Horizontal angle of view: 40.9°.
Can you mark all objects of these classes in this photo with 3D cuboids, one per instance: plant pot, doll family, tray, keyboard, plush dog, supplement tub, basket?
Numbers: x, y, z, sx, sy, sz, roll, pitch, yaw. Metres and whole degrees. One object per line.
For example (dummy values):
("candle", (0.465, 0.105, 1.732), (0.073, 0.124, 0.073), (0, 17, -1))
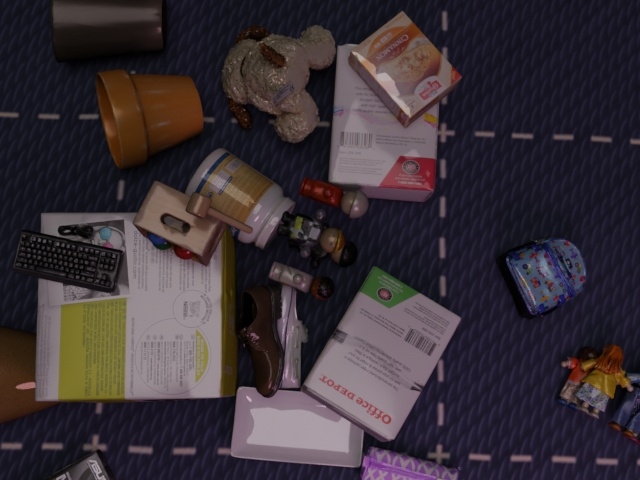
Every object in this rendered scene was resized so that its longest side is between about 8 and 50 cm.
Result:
("plant pot", (-0.355, -0.268, 1.812), (0.188, 0.205, 0.205), (-14, 81, -19))
("plant pot", (-0.638, 0.265, 1.708), (0.255, 0.237, 0.237), (-2, 81, -12))
("doll family", (0.628, 0.308, 1.768), (0.263, 0.118, 0.163), (28, 81, 3))
("tray", (-0.045, 0.384, 1.776), (0.271, 0.030, 0.145), (6, 82, -6))
("keyboard", (-0.439, 0.021, 1.497), (0.180, 0.023, 0.108), (12, 80, 0))
("plush dog", (-0.121, -0.353, 1.824), (0.225, 0.211, 0.262), (6, 81, 42))
("supplement tub", (-0.168, -0.084, 1.801), (0.200, 0.144, 0.144), (34, 82, 4))
("basket", (-0.451, -0.479, 1.860), (0.227, 0.154, 0.204), (2, 82, -5))

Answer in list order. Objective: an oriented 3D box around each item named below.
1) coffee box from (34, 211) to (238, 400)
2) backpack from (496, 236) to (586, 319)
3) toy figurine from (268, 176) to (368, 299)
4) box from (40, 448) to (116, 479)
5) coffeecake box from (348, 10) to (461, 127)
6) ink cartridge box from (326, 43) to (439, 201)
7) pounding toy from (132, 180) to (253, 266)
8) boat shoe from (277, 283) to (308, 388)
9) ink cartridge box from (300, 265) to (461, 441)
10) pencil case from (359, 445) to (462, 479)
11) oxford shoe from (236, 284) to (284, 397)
("coffee box", (-0.335, 0.141, 1.663), (0.335, 0.337, 0.338), (-1, 80, -2))
("backpack", (0.482, 0.068, 1.807), (0.173, 0.117, 0.158), (-21, 83, -7))
("toy figurine", (0.000, 0.000, 1.744), (0.148, 0.213, 0.209), (19, 37, 7))
("box", (-0.490, 0.552, 1.742), (0.184, 0.045, 0.190), (-28, 83, -3))
("coffeecake box", (0.172, -0.349, 1.760), (0.142, 0.068, 0.185), (-39, 83, -9))
("ink cartridge box", (0.135, -0.247, 1.841), (0.226, 0.131, 0.306), (5, 79, -1))
("pounding toy", (-0.211, -0.017, 1.420), (0.181, 0.206, 0.094), (26, 80, 1))
("boat shoe", (-0.063, 0.200, 1.800), (0.076, 0.083, 0.226), (7, 93, -11))
("ink cartridge box", (0.119, 0.234, 1.751), (0.211, 0.121, 0.289), (32, 74, 4))
("pencil case", (0.181, 0.481, 1.747), (0.206, 0.088, 0.086), (13, 79, 2))
("oxford shoe", (-0.130, 0.204, 1.726), (0.096, 0.083, 0.227), (2, 77, -44))
